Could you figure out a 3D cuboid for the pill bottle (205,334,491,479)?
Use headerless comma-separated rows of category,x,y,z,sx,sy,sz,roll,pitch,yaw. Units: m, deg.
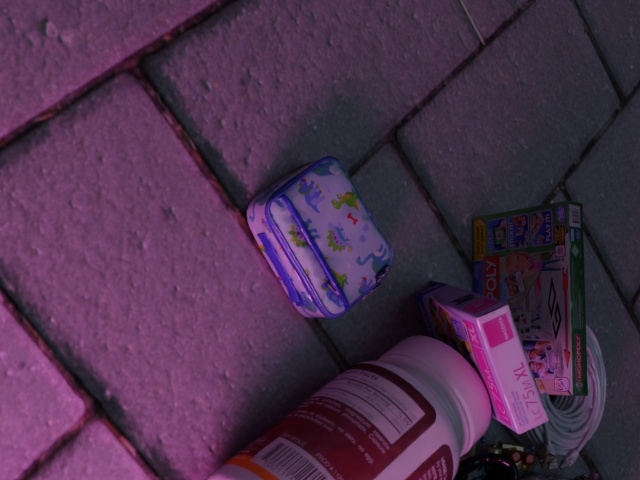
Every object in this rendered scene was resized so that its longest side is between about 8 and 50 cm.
pill bottle,0.050,0.308,1.131,0.392,0.224,0.224,-31,103,-35

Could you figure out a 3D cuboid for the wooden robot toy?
wooden robot toy,0.318,0.390,1.390,0.173,0.076,0.079,11,91,-9

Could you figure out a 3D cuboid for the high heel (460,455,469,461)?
high heel,0.271,0.454,1.393,0.093,0.186,0.261,-43,77,-7

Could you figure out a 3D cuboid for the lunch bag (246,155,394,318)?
lunch bag,0.000,0.000,1.222,0.176,0.090,0.219,-36,105,-32

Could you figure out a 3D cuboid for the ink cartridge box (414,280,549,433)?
ink cartridge box,0.235,0.169,1.269,0.065,0.311,0.186,-22,98,-8

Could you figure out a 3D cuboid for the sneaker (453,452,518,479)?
sneaker,0.178,0.404,1.220,0.293,0.146,0.102,-29,75,-17

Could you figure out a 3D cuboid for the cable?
cable,0.438,0.269,1.518,0.257,0.089,0.257,-27,100,-37

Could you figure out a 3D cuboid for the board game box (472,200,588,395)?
board game box,0.356,0.104,1.398,0.046,0.213,0.317,8,79,-37

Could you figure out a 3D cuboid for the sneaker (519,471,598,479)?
sneaker,0.460,0.463,1.484,0.281,0.105,0.115,35,90,-41
